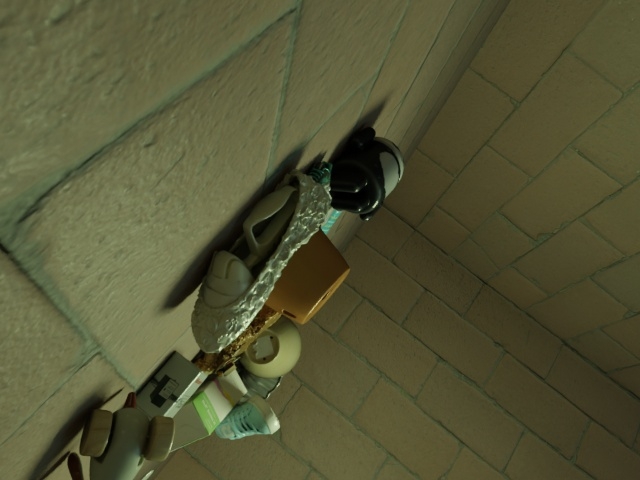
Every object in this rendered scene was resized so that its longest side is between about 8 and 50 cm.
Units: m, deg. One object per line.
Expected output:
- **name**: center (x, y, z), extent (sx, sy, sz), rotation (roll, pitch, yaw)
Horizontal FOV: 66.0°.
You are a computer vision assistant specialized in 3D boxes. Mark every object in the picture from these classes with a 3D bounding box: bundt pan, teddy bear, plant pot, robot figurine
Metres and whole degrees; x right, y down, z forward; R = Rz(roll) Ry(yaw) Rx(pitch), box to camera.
- **bundt pan**: center (-0.278, 0.502, 2.050), extent (0.330, 0.124, 0.331), rotation (-36, -147, 28)
- **teddy bear**: center (-0.279, 0.301, 1.566), extent (0.338, 0.113, 0.245), rotation (-46, 168, 13)
- **plant pot**: center (-0.058, 0.085, 1.331), extent (0.291, 0.203, 0.291), rotation (-48, 170, -11)
- **robot figurine**: center (0.128, -0.183, 1.387), extent (0.278, 0.173, 0.209), rotation (-45, 174, -45)
- **plant pot**: center (-0.197, 0.382, 1.798), extent (0.257, 0.256, 0.274), rotation (-51, 174, -10)

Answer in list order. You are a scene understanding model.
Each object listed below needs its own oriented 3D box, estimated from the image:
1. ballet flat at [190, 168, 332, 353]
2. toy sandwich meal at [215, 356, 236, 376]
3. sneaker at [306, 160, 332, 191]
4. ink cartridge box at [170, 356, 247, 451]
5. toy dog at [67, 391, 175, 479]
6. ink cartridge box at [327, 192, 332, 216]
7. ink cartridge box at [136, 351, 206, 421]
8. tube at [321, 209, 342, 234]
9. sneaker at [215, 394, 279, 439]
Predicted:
- **ballet flat**: center (-0.137, 0.022, 0.970), extent (0.409, 0.146, 0.147), rotation (-54, 174, -14)
- **toy sandwich meal**: center (-0.289, 0.393, 1.522), extent (0.085, 0.029, 0.086), rotation (-39, 166, -12)
- **sneaker**: center (-0.015, -0.146, 1.152), extent (0.166, 0.064, 0.076), rotation (-47, 156, -64)
- **ink cartridge box**: center (-0.381, 0.525, 1.607), extent (0.207, 0.119, 0.353), rotation (-28, -179, 18)
- **toy dog**: center (-0.422, 0.443, 0.988), extent (0.334, 0.220, 0.161), rotation (-46, -154, 5)
- **ink cartridge box**: center (-0.006, -0.091, 1.491), extent (0.189, 0.066, 0.232), rotation (-56, 177, 33)
- **ink cartridge box**: center (-0.389, 0.390, 1.232), extent (0.208, 0.086, 0.153), rotation (-49, 173, -20)
- **tube**: center (0.010, -0.053, 1.834), extent (0.080, 0.052, 0.207), rotation (6, 133, -36)
- **sneaker**: center (-0.258, 0.602, 1.616), extent (0.150, 0.135, 0.366), rotation (-34, -178, -33)
